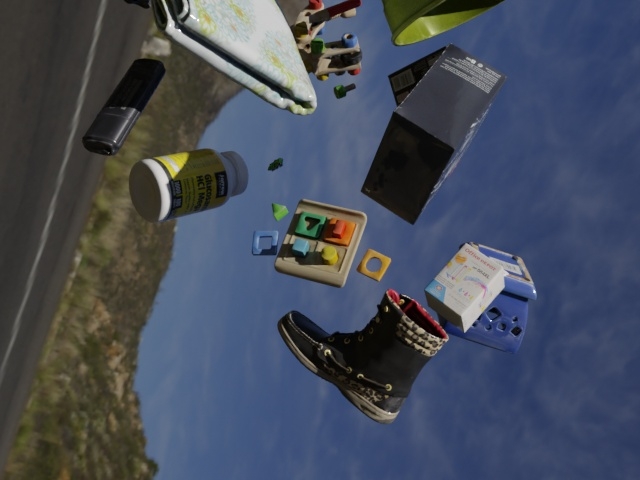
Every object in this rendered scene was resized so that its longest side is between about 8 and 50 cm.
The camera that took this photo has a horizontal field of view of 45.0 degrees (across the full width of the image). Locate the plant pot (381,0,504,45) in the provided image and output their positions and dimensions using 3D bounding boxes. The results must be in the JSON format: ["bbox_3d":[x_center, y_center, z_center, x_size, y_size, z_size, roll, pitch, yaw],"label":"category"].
[{"bbox_3d":[0.240,-0.646,1.589,0.353,0.366,0.366,65,-23,0],"label":"plant pot"}]

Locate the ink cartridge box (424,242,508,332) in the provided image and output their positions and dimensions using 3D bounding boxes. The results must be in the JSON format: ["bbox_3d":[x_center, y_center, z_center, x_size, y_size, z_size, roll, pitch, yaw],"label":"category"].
[{"bbox_3d":[0.280,0.083,1.467,0.143,0.092,0.090,-48,152,-11],"label":"ink cartridge box"}]

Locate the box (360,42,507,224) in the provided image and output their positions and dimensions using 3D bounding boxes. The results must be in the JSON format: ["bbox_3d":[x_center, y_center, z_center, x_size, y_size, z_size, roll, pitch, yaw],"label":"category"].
[{"bbox_3d":[0.290,-0.270,2.013,0.312,0.179,0.343,-51,169,-31],"label":"box"}]

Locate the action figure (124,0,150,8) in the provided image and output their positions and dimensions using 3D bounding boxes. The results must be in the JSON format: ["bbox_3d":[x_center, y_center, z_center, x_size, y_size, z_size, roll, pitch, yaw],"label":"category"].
[{"bbox_3d":[-0.381,-0.666,1.706,0.141,0.164,0.276,37,48,-65],"label":"action figure"}]

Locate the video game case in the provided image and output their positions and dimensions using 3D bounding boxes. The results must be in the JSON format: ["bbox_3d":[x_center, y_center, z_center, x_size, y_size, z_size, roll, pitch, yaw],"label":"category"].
[{"bbox_3d":[0.342,-0.445,2.424,0.275,0.035,0.248,-15,-89,54],"label":"video game case"}]

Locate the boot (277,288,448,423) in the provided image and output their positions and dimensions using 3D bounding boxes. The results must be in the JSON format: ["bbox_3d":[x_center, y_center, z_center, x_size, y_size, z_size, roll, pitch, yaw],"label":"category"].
[{"bbox_3d":[0.102,0.233,1.891,0.284,0.377,0.138,-55,164,23],"label":"boot"}]

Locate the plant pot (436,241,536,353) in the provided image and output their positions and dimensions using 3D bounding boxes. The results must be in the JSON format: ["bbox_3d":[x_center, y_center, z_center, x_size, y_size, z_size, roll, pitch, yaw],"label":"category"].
[{"bbox_3d":[0.472,0.149,2.194,0.236,0.236,0.212,-86,-165,-65],"label":"plant pot"}]

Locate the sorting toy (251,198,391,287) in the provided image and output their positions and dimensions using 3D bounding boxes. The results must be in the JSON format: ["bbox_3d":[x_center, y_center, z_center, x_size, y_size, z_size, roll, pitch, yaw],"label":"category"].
[{"bbox_3d":[0.000,0.000,1.840,0.047,0.347,0.196,66,40,-64],"label":"sorting toy"}]

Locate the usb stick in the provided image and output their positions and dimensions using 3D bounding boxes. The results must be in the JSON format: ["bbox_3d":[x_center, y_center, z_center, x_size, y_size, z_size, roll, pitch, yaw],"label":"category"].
[{"bbox_3d":[-0.383,-0.268,1.522,0.045,0.077,0.278,89,13,-47],"label":"usb stick"}]

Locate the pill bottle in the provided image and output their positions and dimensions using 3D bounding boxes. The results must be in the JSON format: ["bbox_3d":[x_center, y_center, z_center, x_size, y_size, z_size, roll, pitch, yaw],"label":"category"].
[{"bbox_3d":[-0.387,-0.175,2.319,0.188,0.334,0.188,18,-64,42],"label":"pill bottle"}]

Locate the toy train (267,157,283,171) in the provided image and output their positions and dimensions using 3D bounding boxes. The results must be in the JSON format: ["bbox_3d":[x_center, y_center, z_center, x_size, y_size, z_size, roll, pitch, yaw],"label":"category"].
[{"bbox_3d":[-0.119,-0.201,2.047,0.083,0.017,0.024,166,-68,-64],"label":"toy train"}]

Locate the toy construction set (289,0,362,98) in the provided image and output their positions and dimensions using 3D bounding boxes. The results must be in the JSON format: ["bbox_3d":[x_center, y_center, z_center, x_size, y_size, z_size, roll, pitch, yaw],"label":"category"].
[{"bbox_3d":[-0.037,-0.512,1.982,0.257,0.237,0.309,63,-15,10],"label":"toy construction set"}]

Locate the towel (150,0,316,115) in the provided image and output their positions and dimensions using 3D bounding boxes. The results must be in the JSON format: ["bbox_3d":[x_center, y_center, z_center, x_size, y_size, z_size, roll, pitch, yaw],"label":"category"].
[{"bbox_3d":[-0.176,-0.426,1.481,0.090,0.374,0.321,-34,-125,26],"label":"towel"}]
